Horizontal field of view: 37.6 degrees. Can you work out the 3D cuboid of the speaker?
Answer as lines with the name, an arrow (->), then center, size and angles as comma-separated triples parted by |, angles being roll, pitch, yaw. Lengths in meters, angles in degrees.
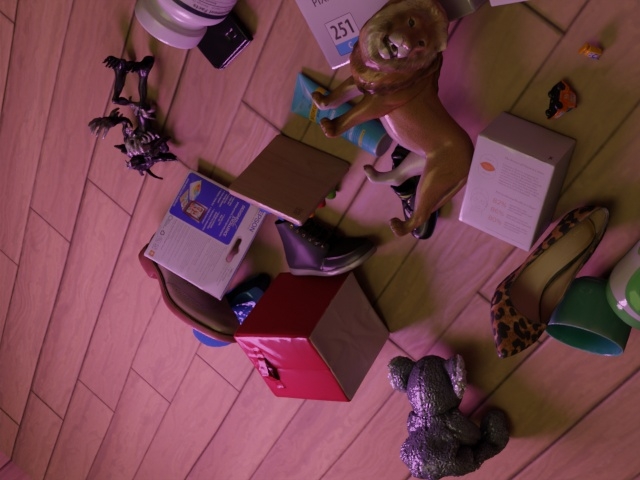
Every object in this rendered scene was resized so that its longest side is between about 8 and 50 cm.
speaker -> 0.535, 0.006, 1.343 | 0.131, 0.131, 0.296 | 39, 136, 10

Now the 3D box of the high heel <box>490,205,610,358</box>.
high heel -> 0.350, 0.055, 1.429 | 0.093, 0.261, 0.186 | 36, 139, 0

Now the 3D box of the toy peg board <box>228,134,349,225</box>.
toy peg board -> -0.054, -0.093, 1.731 | 0.161, 0.160, 0.079 | 25, 148, 24

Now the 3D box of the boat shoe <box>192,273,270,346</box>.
boat shoe -> -0.181, 0.157, 2.058 | 0.109, 0.089, 0.258 | 45, 133, -16

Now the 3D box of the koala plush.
koala plush -> 0.226, 0.318, 1.784 | 0.196, 0.203, 0.221 | -1, 107, 39

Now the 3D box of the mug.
mug -> 0.425, 0.115, 1.514 | 0.158, 0.097, 0.129 | 7, 158, 46

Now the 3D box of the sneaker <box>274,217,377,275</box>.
sneaker -> 0.000, 0.000, 1.798 | 0.222, 0.083, 0.118 | -9, 113, 43

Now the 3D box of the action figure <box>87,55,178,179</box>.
action figure -> -0.384, -0.231, 1.902 | 0.164, 0.141, 0.275 | 16, 125, 28

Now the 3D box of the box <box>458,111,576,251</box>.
box -> 0.307, -0.093, 1.480 | 0.130, 0.091, 0.170 | 27, 133, 22

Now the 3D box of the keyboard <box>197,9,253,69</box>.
keyboard -> -0.228, -0.477, 1.681 | 0.317, 0.033, 0.201 | 52, 138, -5

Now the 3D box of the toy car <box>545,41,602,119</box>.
toy car -> 0.372, -0.224, 1.364 | 0.040, 0.060, 0.122 | 16, 144, -12

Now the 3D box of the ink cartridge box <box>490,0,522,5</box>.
ink cartridge box -> 0.330, -0.383, 1.208 | 0.212, 0.154, 0.093 | 1, 121, 37

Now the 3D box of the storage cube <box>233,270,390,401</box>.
storage cube -> -0.014, 0.187, 1.841 | 0.193, 0.215, 0.183 | -4, 128, 40

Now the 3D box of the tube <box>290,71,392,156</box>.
tube -> 0.033, -0.217, 1.649 | 0.207, 0.052, 0.080 | 33, 126, 24

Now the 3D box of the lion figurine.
lion figurine -> 0.146, -0.186, 1.458 | 0.240, 0.142, 0.392 | -28, 129, 13

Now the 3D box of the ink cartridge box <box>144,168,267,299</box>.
ink cartridge box -> -0.227, -0.011, 1.911 | 0.208, 0.045, 0.206 | 29, 89, 23

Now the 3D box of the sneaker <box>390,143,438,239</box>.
sneaker -> 0.153, -0.083, 1.620 | 0.067, 0.078, 0.188 | 7, 124, 35

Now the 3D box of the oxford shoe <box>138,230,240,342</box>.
oxford shoe -> -0.264, 0.077, 1.972 | 0.348, 0.123, 0.130 | 44, 109, 34

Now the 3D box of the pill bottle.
pill bottle -> -0.191, -0.452, 1.542 | 0.153, 0.153, 0.264 | 45, 124, 3

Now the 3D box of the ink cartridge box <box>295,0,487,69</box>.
ink cartridge box -> 0.078, -0.430, 1.444 | 0.296, 0.066, 0.261 | -14, 111, 43
